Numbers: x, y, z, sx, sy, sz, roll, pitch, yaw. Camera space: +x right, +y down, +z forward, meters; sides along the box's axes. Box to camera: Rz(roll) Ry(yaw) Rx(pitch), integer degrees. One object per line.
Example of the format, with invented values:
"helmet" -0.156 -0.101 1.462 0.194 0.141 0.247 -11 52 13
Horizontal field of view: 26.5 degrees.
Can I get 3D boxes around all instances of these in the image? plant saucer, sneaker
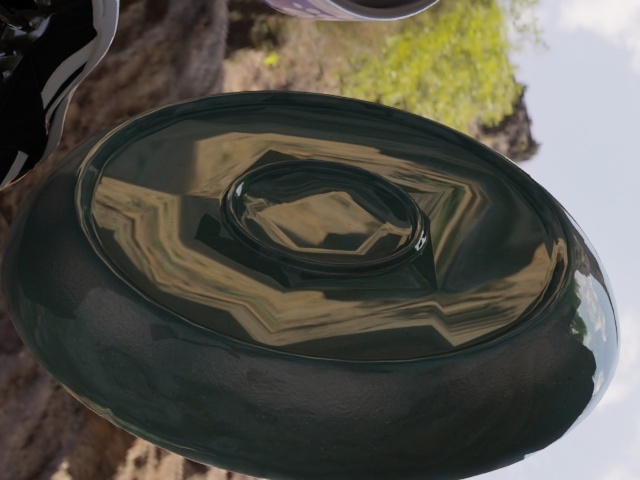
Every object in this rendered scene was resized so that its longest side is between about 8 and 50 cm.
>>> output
"plant saucer" 0.000 0.000 0.690 0.317 0.044 0.318 7 -148 -4
"sneaker" -0.159 -0.062 0.594 0.079 0.217 0.121 35 -123 4

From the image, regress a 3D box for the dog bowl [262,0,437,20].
"dog bowl" 0.024 -0.331 1.224 0.104 0.265 0.265 9 -131 51
